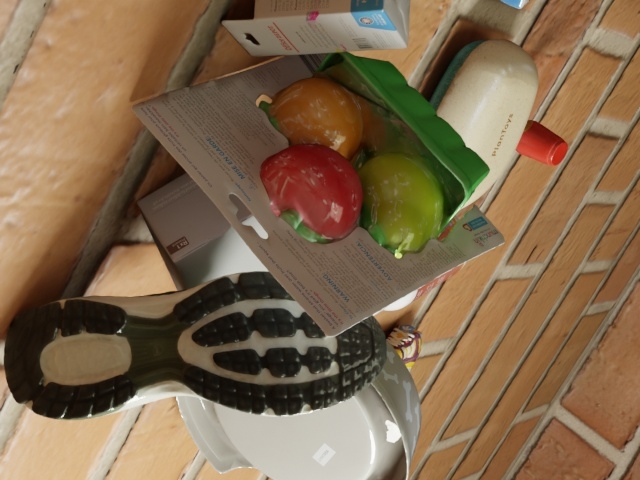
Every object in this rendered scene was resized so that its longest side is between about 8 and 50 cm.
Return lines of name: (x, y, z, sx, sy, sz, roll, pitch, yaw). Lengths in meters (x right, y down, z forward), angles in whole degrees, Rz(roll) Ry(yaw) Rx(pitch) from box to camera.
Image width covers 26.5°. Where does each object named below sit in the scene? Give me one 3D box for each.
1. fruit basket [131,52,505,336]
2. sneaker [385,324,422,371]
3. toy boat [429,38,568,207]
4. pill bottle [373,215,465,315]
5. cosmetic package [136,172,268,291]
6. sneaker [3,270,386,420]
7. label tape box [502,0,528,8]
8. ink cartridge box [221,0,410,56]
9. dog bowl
fruit basket: (0.007, -0.063, 1.497, 0.353, 0.327, 0.165, -29, 161, -43)
sneaker: (0.130, 0.183, 2.382, 0.084, 0.069, 0.185, -64, 162, 2)
toy boat: (0.243, -0.170, 2.030, 0.318, 0.148, 0.267, 5, 114, -55)
pill bottle: (0.123, 0.034, 2.082, 0.216, 0.121, 0.121, -30, 147, -44)
cosmetic package: (-0.119, 0.014, 1.603, 0.127, 0.107, 0.238, -30, 150, -11)
sneaker: (-0.130, 0.111, 1.511, 0.182, 0.410, 0.158, -7, 96, -85)
label tape box: (0.315, -0.479, 1.705, 0.333, 0.106, 0.241, -44, 156, -37)
ink cartridge box: (-0.004, -0.247, 1.462, 0.104, 0.181, 0.062, 40, 51, -67)
dog bowl: (-0.022, 0.221, 1.821, 0.102, 0.348, 0.349, -48, 160, -46)
